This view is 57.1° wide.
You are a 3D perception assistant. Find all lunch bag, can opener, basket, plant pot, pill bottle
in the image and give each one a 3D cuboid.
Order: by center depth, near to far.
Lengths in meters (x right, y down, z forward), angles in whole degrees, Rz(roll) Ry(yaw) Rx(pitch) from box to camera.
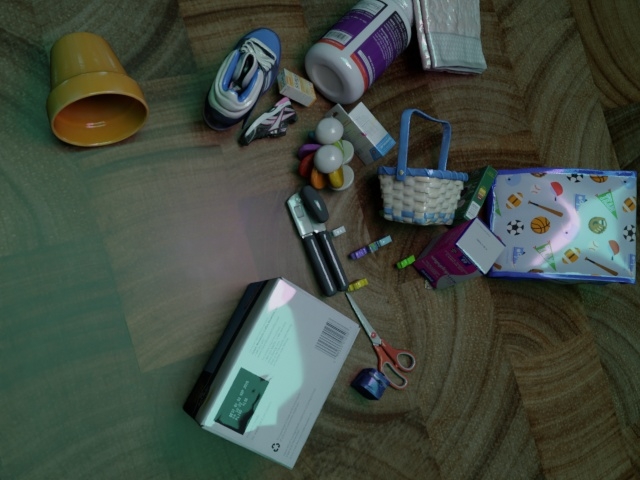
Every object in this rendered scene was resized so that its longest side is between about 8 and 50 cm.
[{"bbox_3d":[-0.503,-0.340,1.290,0.205,0.205,0.188,-14,73,-23],"label":"plant pot"},{"bbox_3d":[0.000,0.000,1.494,0.076,0.095,0.283,-20,84,-23],"label":"can opener"},{"bbox_3d":[0.131,0.362,1.500,0.067,0.098,0.065,41,67,-7],"label":"lunch bag"},{"bbox_3d":[0.267,-0.185,1.547,0.254,0.201,0.289,2,100,-53],"label":"basket"},{"bbox_3d":[0.117,-0.525,1.567,0.181,0.181,0.323,45,69,-11],"label":"pill bottle"},{"bbox_3d":[0.672,-0.038,1.699,0.385,0.239,0.328,2,83,1],"label":"lunch bag"}]

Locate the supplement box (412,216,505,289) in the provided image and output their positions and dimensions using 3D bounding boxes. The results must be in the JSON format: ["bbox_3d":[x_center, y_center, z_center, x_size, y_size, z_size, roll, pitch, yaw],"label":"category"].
[{"bbox_3d":[0.362,0.039,1.564,0.111,0.220,0.114,45,65,-4],"label":"supplement box"}]

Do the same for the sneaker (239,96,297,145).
[{"bbox_3d":[-0.123,-0.291,1.497,0.178,0.072,0.077,-43,101,-21],"label":"sneaker"}]

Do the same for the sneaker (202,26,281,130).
[{"bbox_3d":[-0.160,-0.416,1.407,0.130,0.236,0.323,34,72,-15],"label":"sneaker"}]

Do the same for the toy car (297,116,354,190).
[{"bbox_3d":[0.007,-0.214,1.512,0.136,0.159,0.182,-7,66,17],"label":"toy car"}]

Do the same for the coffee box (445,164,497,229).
[{"bbox_3d":[0.426,-0.122,1.680,0.040,0.113,0.184,34,70,-14],"label":"coffee box"}]

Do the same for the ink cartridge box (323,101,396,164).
[{"bbox_3d":[0.104,-0.298,1.572,0.181,0.104,0.061,47,68,-11],"label":"ink cartridge box"}]

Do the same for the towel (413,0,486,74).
[{"bbox_3d":[0.371,-0.635,1.665,0.332,0.053,0.317,-16,100,-48],"label":"towel"}]

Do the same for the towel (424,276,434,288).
[{"bbox_3d":[0.329,0.103,1.664,0.083,0.009,0.060,-6,85,-24],"label":"towel"}]

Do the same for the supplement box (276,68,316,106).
[{"bbox_3d":[-0.062,-0.396,1.527,0.098,0.036,0.062,17,48,-38],"label":"supplement box"}]

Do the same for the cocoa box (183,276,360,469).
[{"bbox_3d":[-0.116,0.289,1.336,0.231,0.228,0.347,32,72,-16],"label":"cocoa box"}]

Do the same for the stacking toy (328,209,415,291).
[{"bbox_3d":[0.135,0.019,1.577,0.221,0.052,0.167,-23,93,-26],"label":"stacking toy"}]

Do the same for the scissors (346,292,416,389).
[{"bbox_3d":[0.143,0.272,1.558,0.297,0.021,0.109,45,71,-13],"label":"scissors"}]
